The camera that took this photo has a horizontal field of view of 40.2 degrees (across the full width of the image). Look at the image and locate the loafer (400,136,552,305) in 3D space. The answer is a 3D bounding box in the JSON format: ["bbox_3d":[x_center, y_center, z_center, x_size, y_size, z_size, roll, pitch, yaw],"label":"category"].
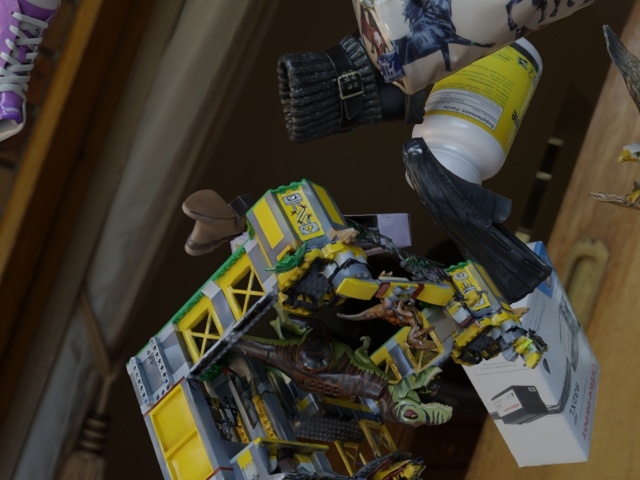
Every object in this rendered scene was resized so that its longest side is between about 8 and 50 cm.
[{"bbox_3d":[0.167,-0.028,0.941,0.223,0.078,0.076,51,15,-17],"label":"loafer"}]

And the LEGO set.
[{"bbox_3d":[0.035,0.125,0.636,0.331,0.255,0.192,33,22,-51],"label":"LEGO set"}]

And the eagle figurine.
[{"bbox_3d":[0.532,-0.172,1.344,0.226,0.298,0.225,9,23,21],"label":"eagle figurine"}]

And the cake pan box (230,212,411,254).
[{"bbox_3d":[0.000,0.000,1.607,0.246,0.070,0.267,-4,-6,-32],"label":"cake pan box"}]

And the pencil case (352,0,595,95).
[{"bbox_3d":[0.240,-0.337,1.093,0.159,0.410,0.183,66,8,18],"label":"pencil case"}]

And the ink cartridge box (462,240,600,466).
[{"bbox_3d":[0.352,0.193,1.468,0.129,0.223,0.307,-13,-59,32],"label":"ink cartridge box"}]

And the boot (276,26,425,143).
[{"bbox_3d":[0.050,-0.347,1.545,0.260,0.347,0.131,-6,19,-6],"label":"boot"}]

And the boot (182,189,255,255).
[{"bbox_3d":[-0.125,-0.015,0.970,0.118,0.087,0.042,-6,57,-50],"label":"boot"}]

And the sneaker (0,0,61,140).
[{"bbox_3d":[-0.446,-0.258,1.285,0.102,0.282,0.161,8,40,-51],"label":"sneaker"}]

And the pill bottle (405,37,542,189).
[{"bbox_3d":[0.295,-0.239,1.713,0.188,0.334,0.188,23,-20,9],"label":"pill bottle"}]
